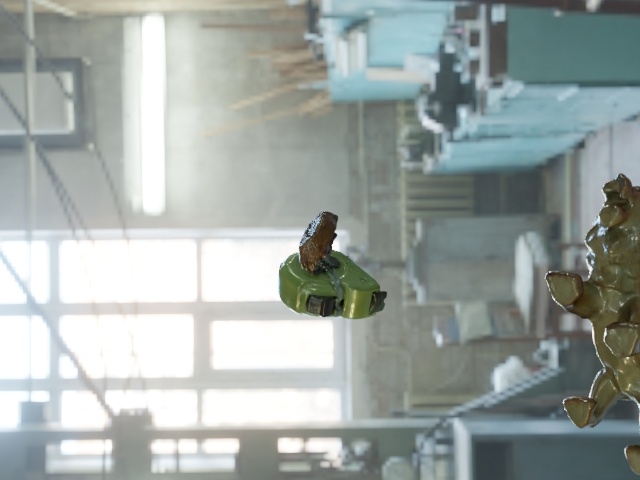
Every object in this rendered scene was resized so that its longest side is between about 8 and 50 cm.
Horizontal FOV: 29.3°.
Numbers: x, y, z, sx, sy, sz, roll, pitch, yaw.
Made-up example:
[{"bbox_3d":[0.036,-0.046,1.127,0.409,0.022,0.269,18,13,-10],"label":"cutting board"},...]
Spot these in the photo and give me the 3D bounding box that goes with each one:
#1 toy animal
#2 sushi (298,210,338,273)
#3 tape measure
[{"bbox_3d":[0.309,0.088,1.215,0.157,0.097,0.312,-37,-59,-40],"label":"toy animal"},{"bbox_3d":[0.000,0.000,1.772,0.099,0.047,0.050,-57,19,-11],"label":"sushi"},{"bbox_3d":[0.002,0.072,2.119,0.177,0.154,0.087,40,134,45],"label":"tape measure"}]
